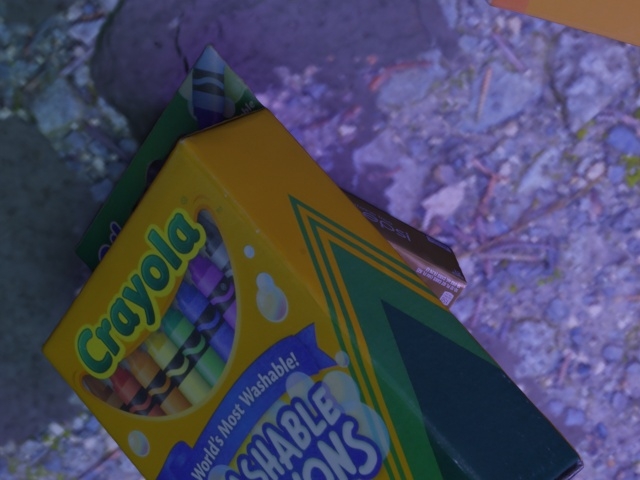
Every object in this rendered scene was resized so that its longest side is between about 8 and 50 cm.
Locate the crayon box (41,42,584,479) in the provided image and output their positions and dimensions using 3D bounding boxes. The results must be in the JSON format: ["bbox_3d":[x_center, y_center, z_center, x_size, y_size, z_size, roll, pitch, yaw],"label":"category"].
[{"bbox_3d":[-0.032,0.074,0.990,0.323,0.083,0.203,49,130,14],"label":"crayon box"}]

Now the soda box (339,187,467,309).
[{"bbox_3d":[0.000,0.000,1.100,0.181,0.058,0.061,28,108,-17],"label":"soda box"}]

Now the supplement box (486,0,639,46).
[{"bbox_3d":[0.212,-0.159,1.049,0.233,0.080,0.078,15,111,-11],"label":"supplement box"}]
